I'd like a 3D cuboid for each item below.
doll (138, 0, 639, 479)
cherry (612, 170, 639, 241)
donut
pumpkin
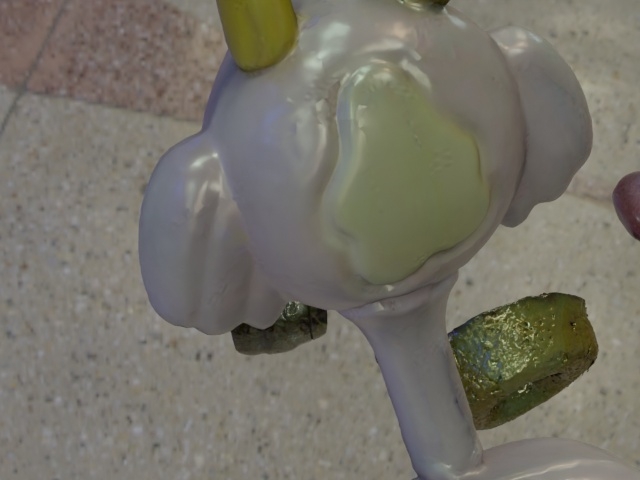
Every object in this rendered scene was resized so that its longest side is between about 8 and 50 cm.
[{"bbox_3d":[0.035,0.048,0.431,0.160,0.365,0.094,-21,17,-16],"label":"doll"},{"bbox_3d":[0.397,-0.036,1.479,0.106,0.087,0.126,-1,44,-53],"label":"cherry"},{"bbox_3d":[0.266,0.177,1.731,0.272,0.272,0.107,-14,65,-19],"label":"donut"},{"bbox_3d":[-0.056,0.054,1.599,0.130,0.248,0.126,-4,48,7],"label":"pumpkin"}]
